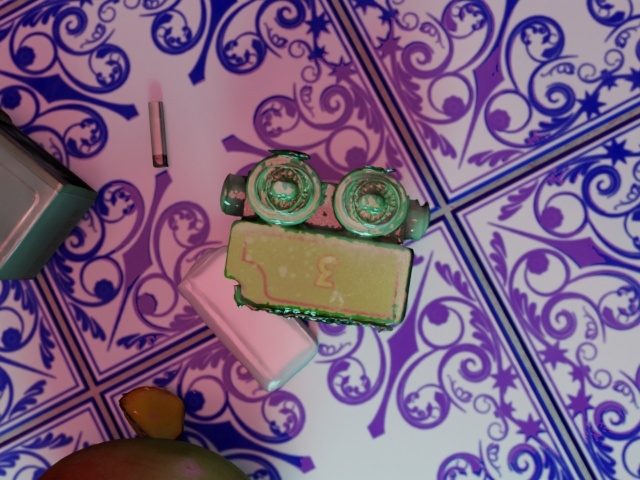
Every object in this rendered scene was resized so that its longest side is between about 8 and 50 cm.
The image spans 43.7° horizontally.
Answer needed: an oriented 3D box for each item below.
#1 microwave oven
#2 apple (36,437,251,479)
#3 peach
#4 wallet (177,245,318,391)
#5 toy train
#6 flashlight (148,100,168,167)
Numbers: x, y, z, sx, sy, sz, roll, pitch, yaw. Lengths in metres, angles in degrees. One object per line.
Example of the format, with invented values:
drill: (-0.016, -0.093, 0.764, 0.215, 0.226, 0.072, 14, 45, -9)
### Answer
microwave oven: (-0.405, -0.067, 0.975, 0.205, 0.129, 0.163, 39, 93, 6)
apple: (-0.196, 0.371, 0.850, 0.277, 0.319, 0.319, 10, 88, 23)
peach: (-0.208, 0.220, 0.982, 0.083, 0.050, 0.077, 5, 64, -4)
wallet: (-0.090, 0.092, 0.988, 0.095, 0.033, 0.190, -40, 85, 0)
toy train: (0.000, 0.000, 0.927, 0.243, 0.132, 0.188, 10, 88, -3)
flashlight: (-0.207, -0.134, 1.016, 0.018, 0.018, 0.083, -5, 87, 3)
